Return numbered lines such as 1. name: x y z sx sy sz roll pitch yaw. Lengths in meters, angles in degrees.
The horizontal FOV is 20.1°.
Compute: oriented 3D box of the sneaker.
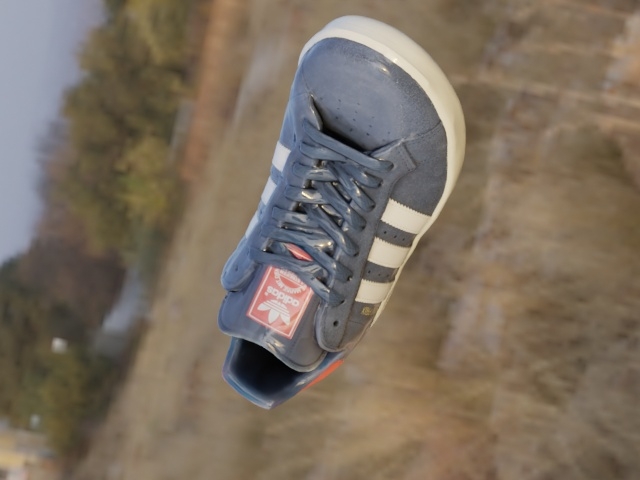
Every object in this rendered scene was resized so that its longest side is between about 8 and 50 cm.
1. sneaker: 0.000 0.000 1.256 0.148 0.131 0.350 -51 -17 -34
